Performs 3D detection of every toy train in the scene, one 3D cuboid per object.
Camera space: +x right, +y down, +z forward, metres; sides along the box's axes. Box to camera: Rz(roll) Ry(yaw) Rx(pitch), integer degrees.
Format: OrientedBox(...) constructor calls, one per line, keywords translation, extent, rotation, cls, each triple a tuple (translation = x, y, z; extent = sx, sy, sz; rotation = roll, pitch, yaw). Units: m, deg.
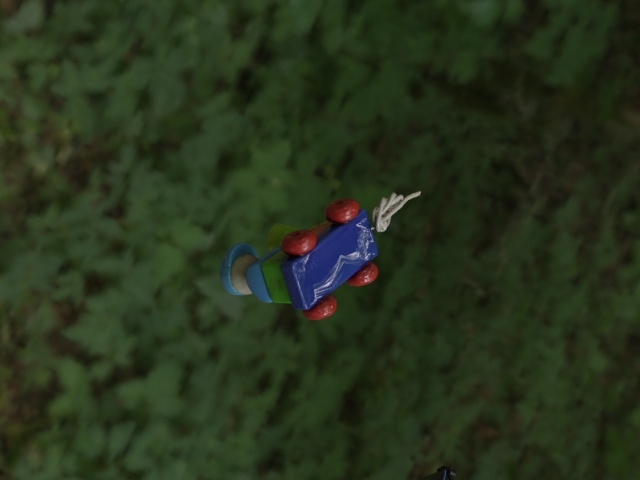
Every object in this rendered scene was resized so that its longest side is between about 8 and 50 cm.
OrientedBox(translation=(0.000, 0.000, 1.904), extent=(0.248, 0.143, 0.105), rotation=(-37, 118, -44), cls="toy train")

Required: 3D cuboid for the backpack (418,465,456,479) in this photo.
OrientedBox(translation=(0.122, 0.315, 1.663), extent=(0.084, 0.114, 0.105), rotation=(-24, -174, 12), cls="backpack")
